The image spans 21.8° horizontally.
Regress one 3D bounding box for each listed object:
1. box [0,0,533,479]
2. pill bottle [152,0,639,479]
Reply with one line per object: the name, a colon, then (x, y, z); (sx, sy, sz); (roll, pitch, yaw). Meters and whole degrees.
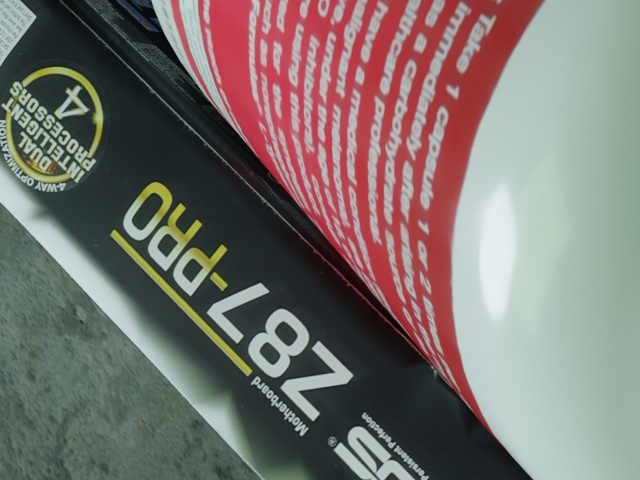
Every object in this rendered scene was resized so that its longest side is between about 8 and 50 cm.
box: (0.000, 0.000, 0.787); (0.395, 0.097, 0.318); (44, -164, 18)
pill bottle: (0.107, -0.051, 0.503); (0.408, 0.229, 0.229); (51, 162, 53)
